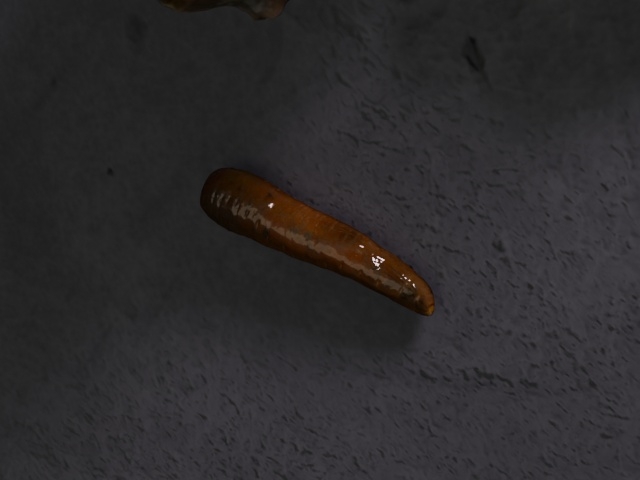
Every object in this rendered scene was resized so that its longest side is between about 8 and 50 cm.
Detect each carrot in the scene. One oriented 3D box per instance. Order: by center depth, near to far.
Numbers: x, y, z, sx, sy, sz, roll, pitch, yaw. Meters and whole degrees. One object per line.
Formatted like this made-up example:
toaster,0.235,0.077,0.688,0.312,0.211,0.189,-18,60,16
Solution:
carrot,0.000,0.000,1.306,0.191,0.047,0.047,25,122,16

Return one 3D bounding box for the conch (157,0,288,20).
conch,-0.010,-0.286,1.078,0.352,0.297,0.210,-32,135,29
